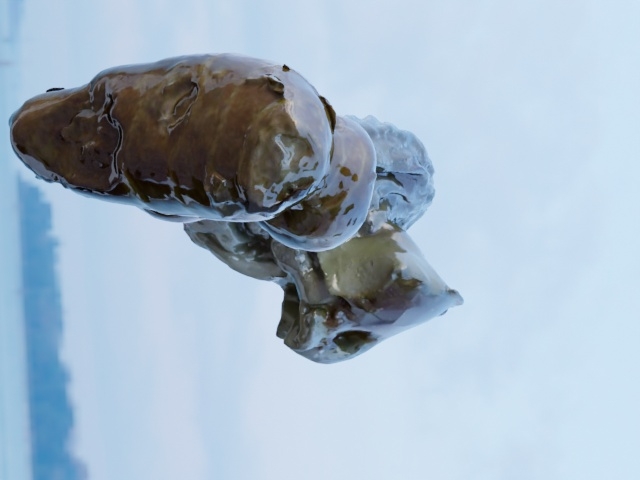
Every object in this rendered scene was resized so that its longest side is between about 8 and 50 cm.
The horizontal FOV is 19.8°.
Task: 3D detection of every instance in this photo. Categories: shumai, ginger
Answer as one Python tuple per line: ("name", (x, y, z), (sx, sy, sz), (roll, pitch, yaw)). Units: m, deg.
("shumai", (0.000, 0.000, 1.152), (0.209, 0.161, 0.153), (34, 36, -75))
("ginger", (-0.043, -0.042, 0.745), (0.162, 0.103, 0.073), (10, -96, 37))
